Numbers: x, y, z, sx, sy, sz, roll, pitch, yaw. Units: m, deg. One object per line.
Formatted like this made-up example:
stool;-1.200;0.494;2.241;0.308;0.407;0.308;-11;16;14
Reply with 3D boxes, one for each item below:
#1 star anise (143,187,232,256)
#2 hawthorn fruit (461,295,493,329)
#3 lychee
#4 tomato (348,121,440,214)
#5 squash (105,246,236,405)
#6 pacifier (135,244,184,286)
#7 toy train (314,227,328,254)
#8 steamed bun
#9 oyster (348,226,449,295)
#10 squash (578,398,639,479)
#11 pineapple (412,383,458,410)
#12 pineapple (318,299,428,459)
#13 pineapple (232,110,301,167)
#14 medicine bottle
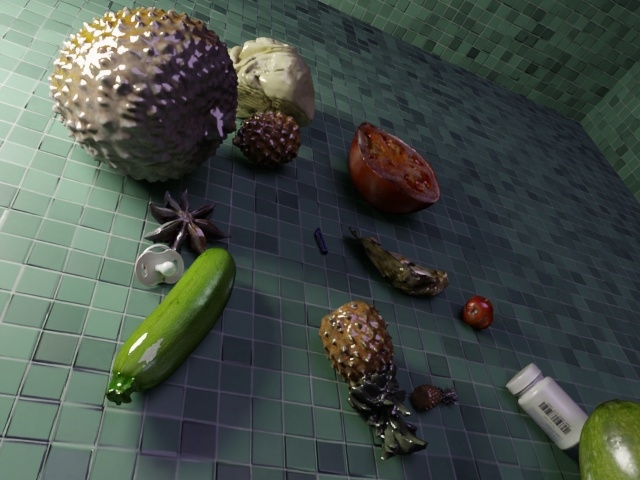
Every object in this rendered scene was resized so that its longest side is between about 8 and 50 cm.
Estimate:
star anise;-0.289;-0.028;1.143;0.180;0.061;0.204;36;40;-9
hawthorn fruit;0.422;0.188;1.394;0.093;0.093;0.093;19;41;-18
lychee;-0.377;-0.321;1.156;0.432;0.380;0.380;26;37;9
tomato;0.203;-0.191;1.597;0.338;0.144;0.338;23;39;-20
squash;-0.250;0.142;0.959;0.107;0.107;0.395;32;38;-2
pacifier;-0.309;0.050;1.032;0.099;0.078;0.081;-6;97;-37
toy train;0.000;0.000;1.353;0.017;0.017;0.083;-1;49;-26
steamed bun;-0.163;-0.463;1.528;0.276;0.289;0.203;38;63;-55
oyster;0.192;0.060;1.387;0.294;0.094;0.166;33;19;15
squash;0.674;0.471;1.051;0.310;0.310;0.309;-1;68;-36
pineapple;0.255;0.343;1.156;0.124;0.058;0.058;14;40;-44
pineapple;0.115;0.279;1.058;0.170;0.141;0.310;18;42;-58
pineapple;-0.152;-0.273;1.430;0.193;0.166;0.166;-10;55;-30
medicine bottle;0.543;0.393;1.253;0.187;0.103;0.103;48;41;18
